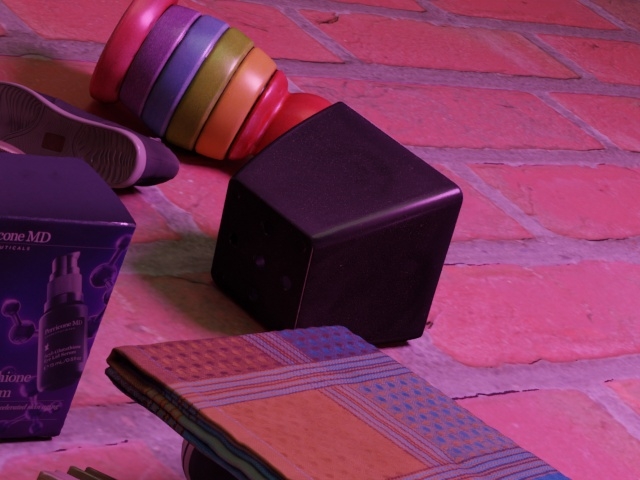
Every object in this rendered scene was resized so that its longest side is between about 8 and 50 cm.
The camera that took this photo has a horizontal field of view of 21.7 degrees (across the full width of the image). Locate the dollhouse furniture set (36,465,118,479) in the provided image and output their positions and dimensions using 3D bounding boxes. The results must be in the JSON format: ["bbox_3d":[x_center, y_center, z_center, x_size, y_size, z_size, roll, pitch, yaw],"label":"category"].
[{"bbox_3d":[-0.141,0.237,1.123,0.129,0.129,0.183,25,-6,4],"label":"dollhouse furniture set"}]

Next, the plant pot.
[{"bbox_3d":[0.000,0.000,1.652,0.167,0.188,0.187,-20,46,-39],"label":"plant pot"}]

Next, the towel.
[{"bbox_3d":[0.056,0.165,1.172,0.370,0.040,0.271,32,21,35],"label":"towel"}]

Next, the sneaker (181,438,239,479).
[{"bbox_3d":[0.050,0.213,1.290,0.321,0.126,0.127,18,18,-13],"label":"sneaker"}]

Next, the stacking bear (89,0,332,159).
[{"bbox_3d":[-0.104,-0.163,1.929,0.289,0.175,0.164,30,22,-1],"label":"stacking bear"}]

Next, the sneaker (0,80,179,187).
[{"bbox_3d":[-0.264,-0.102,1.770,0.222,0.083,0.118,23,4,19],"label":"sneaker"}]

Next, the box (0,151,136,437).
[{"bbox_3d":[-0.256,0.042,1.284,0.153,0.207,0.108,2,31,-38],"label":"box"}]

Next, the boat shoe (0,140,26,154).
[{"bbox_3d":[-0.398,-0.034,1.469,0.307,0.110,0.104,2,33,-20],"label":"boat shoe"}]
